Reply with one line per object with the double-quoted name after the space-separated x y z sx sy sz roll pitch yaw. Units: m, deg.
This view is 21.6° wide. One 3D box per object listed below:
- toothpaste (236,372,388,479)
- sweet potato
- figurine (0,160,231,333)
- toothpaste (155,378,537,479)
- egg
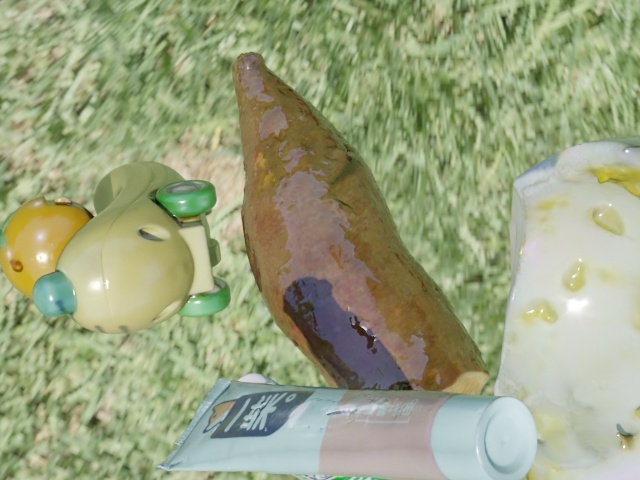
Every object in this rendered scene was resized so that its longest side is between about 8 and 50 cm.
0.051 0.172 1.148 0.058 0.056 0.314 -7 147 44 "toothpaste"
0.000 0.001 1.316 0.131 0.131 0.336 -35 76 13 "sweet potato"
-0.209 0.004 1.644 0.222 0.324 0.124 -11 108 -6 "figurine"
0.004 0.081 0.706 0.205 0.056 0.036 -4 129 50 "toothpaste"
0.217 0.043 1.176 0.206 0.162 0.271 1 107 -19 "egg"
